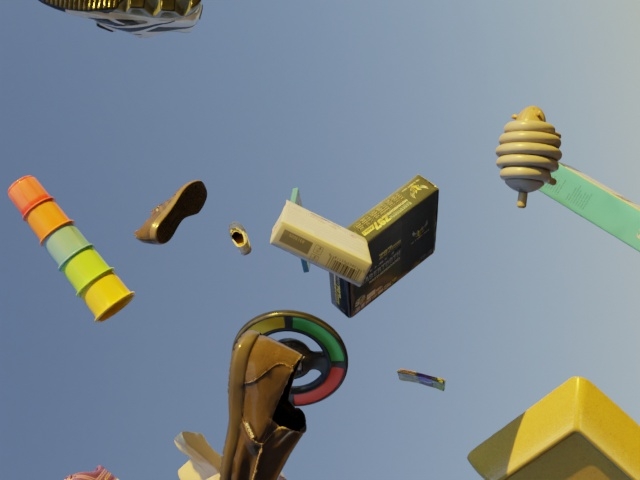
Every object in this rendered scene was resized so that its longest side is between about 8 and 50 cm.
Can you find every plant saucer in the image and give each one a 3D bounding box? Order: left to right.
[{"bbox_3d":[0.505,0.475,1.717,0.332,0.333,0.081,41,-147,-3],"label":"plant saucer"}]

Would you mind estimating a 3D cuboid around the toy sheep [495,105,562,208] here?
[{"bbox_3d":[0.263,-0.106,1.105,0.091,0.091,0.132,14,-103,-58],"label":"toy sheep"}]

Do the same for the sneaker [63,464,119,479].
[{"bbox_3d":[-0.377,0.389,1.311,0.071,0.068,0.170,41,-153,19],"label":"sneaker"}]

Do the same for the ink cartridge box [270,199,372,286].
[{"bbox_3d":[0.000,0.000,1.303,0.145,0.045,0.179,26,-171,-5],"label":"ink cartridge box"}]

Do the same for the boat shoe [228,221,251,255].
[{"bbox_3d":[-0.172,-0.011,1.818,0.035,0.035,0.100,61,-178,-45],"label":"boat shoe"}]

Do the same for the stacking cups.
[{"bbox_3d":[-0.488,0.007,1.706,0.316,0.096,0.096,53,-151,5],"label":"stacking cups"}]

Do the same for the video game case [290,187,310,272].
[{"bbox_3d":[-0.045,-0.025,2.031,0.119,0.015,0.166,-83,-17,-65],"label":"video game case"}]

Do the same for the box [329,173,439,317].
[{"bbox_3d":[0.116,0.012,1.595,0.232,0.059,0.183,-36,-34,-24],"label":"box"}]

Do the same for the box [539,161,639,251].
[{"bbox_3d":[0.490,-0.050,1.480,0.100,0.244,0.060,7,-64,-54],"label":"box"}]

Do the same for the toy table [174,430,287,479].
[{"bbox_3d":[-0.199,0.496,1.914,0.161,0.252,0.274,57,-172,34],"label":"toy table"}]

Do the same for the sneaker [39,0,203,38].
[{"bbox_3d":[-0.397,-0.454,1.711,0.146,0.330,0.123,112,165,-69],"label":"sneaker"}]

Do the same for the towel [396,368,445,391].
[{"bbox_3d":[0.172,0.238,1.496,0.060,0.083,0.009,76,-150,-65],"label":"towel"}]

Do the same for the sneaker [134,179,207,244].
[{"bbox_3d":[-0.297,-0.061,1.727,0.188,0.071,0.066,-52,-46,-45],"label":"sneaker"}]

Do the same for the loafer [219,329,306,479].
[{"bbox_3d":[-0.094,0.341,1.525,0.134,0.130,0.366,-49,-36,-68],"label":"loafer"}]

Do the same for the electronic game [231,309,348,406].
[{"bbox_3d":[-0.060,0.232,1.703,0.229,0.229,0.048,61,-162,-24],"label":"electronic game"}]
